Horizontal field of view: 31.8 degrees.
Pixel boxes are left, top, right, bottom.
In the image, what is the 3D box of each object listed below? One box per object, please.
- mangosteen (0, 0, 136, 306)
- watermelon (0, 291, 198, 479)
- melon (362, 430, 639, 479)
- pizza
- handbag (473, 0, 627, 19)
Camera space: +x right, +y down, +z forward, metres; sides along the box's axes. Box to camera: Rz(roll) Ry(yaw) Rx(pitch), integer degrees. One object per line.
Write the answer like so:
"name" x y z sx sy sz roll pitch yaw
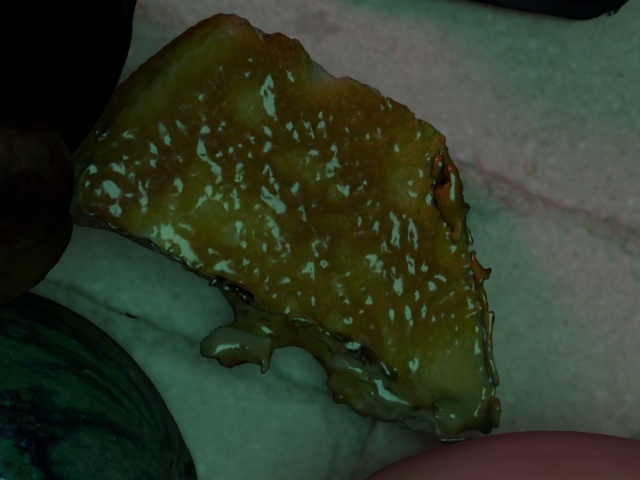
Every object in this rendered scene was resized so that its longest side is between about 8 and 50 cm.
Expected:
"mangosteen" -0.215 -0.106 0.497 0.297 0.297 0.313 -34 48 -9
"watermelon" -0.154 0.094 0.581 0.231 0.146 0.128 19 83 -5
"melon" 0.137 0.211 0.582 0.317 0.223 0.223 6 85 -8
"pizza" 0.000 0.000 0.652 0.297 0.071 0.189 34 70 -8
"handbag" 0.097 -0.315 0.668 0.269 0.118 0.325 7 83 -8
